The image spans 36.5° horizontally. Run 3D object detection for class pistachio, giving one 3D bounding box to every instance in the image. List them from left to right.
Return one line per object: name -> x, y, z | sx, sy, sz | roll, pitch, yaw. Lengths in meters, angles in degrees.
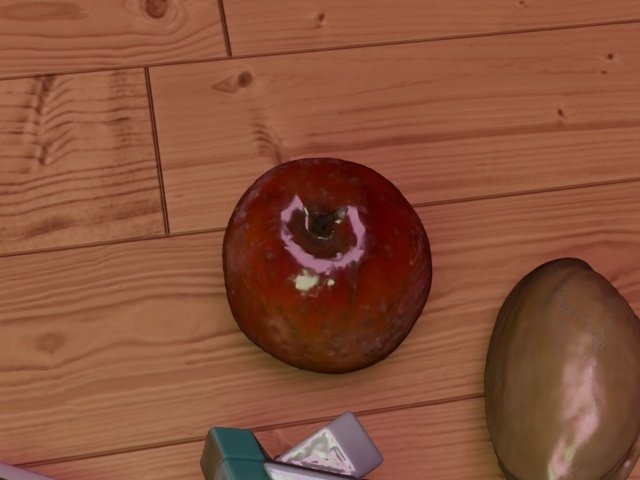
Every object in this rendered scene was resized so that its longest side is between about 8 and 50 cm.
pistachio -> 0.264, 0.148, 1.044 | 0.181, 0.162, 0.293 | -2, 60, 23

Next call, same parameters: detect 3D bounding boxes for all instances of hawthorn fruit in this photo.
hawthorn fruit -> 0.005, 0.009, 1.052 | 0.235, 0.263, 0.231 | 21, 37, 34

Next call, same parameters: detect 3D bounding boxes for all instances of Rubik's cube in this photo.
Rubik's cube -> -0.016, 0.283, 0.918 | 0.213, 0.224, 0.265 | -34, 74, -4

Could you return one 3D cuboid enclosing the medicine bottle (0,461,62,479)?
medicine bottle -> -0.308, 0.285, 0.958 | 0.219, 0.078, 0.115 | 16, 65, 2
